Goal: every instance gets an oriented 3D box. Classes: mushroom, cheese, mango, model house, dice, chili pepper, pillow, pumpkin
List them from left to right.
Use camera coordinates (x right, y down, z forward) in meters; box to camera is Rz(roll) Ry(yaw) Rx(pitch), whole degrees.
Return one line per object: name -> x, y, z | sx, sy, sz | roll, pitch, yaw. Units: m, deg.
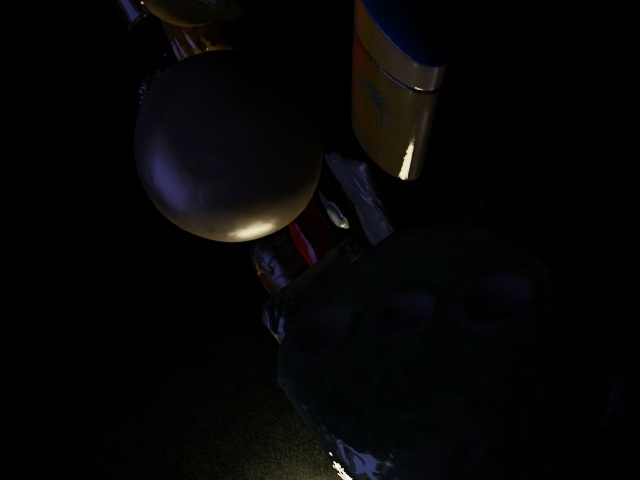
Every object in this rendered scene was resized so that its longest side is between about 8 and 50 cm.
mango -> -0.249, -0.485, 1.296 | 0.176, 0.176, 0.329 | 13, -163, -32
mushroom -> -0.169, -0.180, 1.338 | 0.362, 0.362, 0.294 | 61, -161, -9
pumpkin -> -0.062, 0.076, 1.866 | 0.320, 0.192, 0.320 | 57, 171, 14
chili pepper -> 0.000, 0.000, 1.630 | 0.388, 0.110, 0.110 | 61, 169, 4
cheese -> 0.029, -0.064, 1.521 | 0.121, 0.026, 0.067 | 48, 164, 47
pillow -> 0.089, -0.057, 1.222 | 0.230, 0.050, 0.148 | 61, 174, -26
model house -> 0.094, 0.177, 1.286 | 0.325, 0.267, 0.194 | 38, 164, 46
dice -> 0.164, 0.182, 0.800 | 0.318, 0.330, 0.322 | 60, 169, -31

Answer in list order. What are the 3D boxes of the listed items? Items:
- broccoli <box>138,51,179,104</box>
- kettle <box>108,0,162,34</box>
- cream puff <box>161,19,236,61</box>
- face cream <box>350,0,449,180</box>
broccoli -> -0.299, -0.372, 1.711 | 0.243, 0.263, 0.247 | -70, -31, -43
kettle -> -0.433, -0.657, 1.583 | 0.308, 0.203, 0.262 | 59, 155, -7
cream puff -> -0.258, -0.438, 1.524 | 0.189, 0.129, 0.189 | 61, -173, -12
face cream -> 0.086, -0.187, 0.829 | 0.139, 0.067, 0.285 | 53, 167, 19
